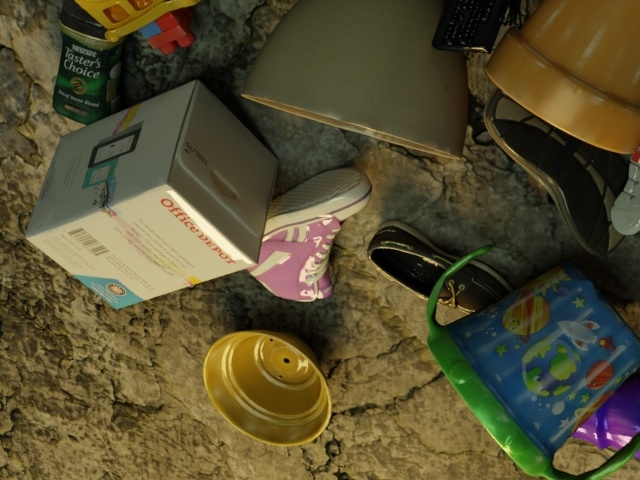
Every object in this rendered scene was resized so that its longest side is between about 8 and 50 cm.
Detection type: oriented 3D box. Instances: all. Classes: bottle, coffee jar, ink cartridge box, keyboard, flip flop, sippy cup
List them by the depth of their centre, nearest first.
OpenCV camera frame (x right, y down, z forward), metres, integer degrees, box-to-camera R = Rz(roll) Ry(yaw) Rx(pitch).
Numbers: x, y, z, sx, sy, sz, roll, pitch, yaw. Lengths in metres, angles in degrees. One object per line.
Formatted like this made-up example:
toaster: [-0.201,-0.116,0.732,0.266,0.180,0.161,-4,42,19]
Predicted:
keyboard: [0.197,-0.299,1.479,0.100,0.192,0.038,6,147,23]
flip flop: [0.302,-0.094,1.620,0.277,0.112,0.080,42,171,-19]
sippy cup: [0.297,0.154,1.678,0.224,0.240,0.305,-40,119,6]
bottle: [0.459,0.245,1.740,0.283,0.118,0.092,0,123,24]
ink cartridge box: [-0.232,-0.059,1.787,0.270,0.197,0.198,-17,135,32]
coffee jar: [-0.329,-0.261,1.815,0.096,0.079,0.184,21,126,11]

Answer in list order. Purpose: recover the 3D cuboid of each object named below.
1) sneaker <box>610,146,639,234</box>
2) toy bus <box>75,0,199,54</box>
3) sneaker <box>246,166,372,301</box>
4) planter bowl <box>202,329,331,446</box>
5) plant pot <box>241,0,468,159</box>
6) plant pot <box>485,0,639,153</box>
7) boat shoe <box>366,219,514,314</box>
sneaker: [0.424,-0.079,1.603,0.061,0.065,0.158,41,112,32]
toy bus: [-0.219,-0.355,1.677,0.220,0.149,0.211,-21,122,31]
sneaker: [0.000,-0.001,1.821,0.282,0.102,0.161,-23,112,45]
planter bowl: [-0.068,0.209,1.980,0.217,0.090,0.217,12,124,18]
plant pot: [0.063,-0.230,1.563,0.284,0.284,0.191,17,94,15]
plant pot: [0.326,-0.233,1.471,0.205,0.205,0.188,30,112,5]
boat shoe: [0.170,0.056,1.788,0.228,0.068,0.081,29,127,6]
